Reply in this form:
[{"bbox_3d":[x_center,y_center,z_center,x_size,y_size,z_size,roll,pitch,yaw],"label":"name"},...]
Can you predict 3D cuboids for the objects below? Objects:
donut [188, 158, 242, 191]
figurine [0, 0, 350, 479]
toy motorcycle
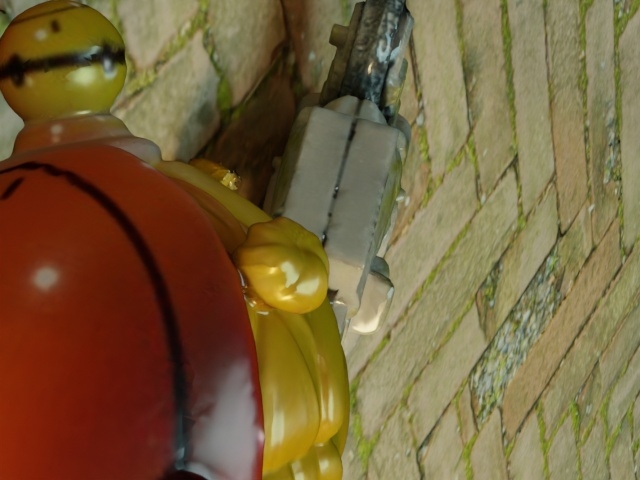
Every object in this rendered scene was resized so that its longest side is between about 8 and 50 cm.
[{"bbox_3d":[-0.069,-0.020,0.984,0.038,0.083,0.067,-47,110,-16],"label":"donut"},{"bbox_3d":[-0.124,0.060,0.656,0.196,0.323,0.320,-19,118,-57],"label":"figurine"},{"bbox_3d":[0.000,0.000,1.035,0.223,0.107,0.341,107,-2,-64],"label":"toy motorcycle"}]
